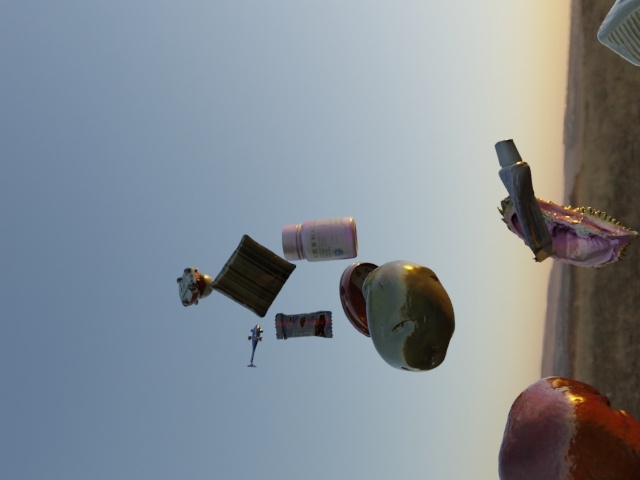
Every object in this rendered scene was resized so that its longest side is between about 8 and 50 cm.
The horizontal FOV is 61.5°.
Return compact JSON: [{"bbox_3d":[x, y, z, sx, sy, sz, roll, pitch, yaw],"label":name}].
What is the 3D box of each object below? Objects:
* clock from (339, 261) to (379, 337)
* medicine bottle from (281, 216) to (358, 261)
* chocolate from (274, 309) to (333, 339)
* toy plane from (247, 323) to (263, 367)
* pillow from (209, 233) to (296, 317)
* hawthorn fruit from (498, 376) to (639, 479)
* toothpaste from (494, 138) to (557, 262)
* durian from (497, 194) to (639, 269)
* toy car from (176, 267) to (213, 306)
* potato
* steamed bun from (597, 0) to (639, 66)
[{"bbox_3d":[0.196,0.237,2.161,0.319,0.080,0.318,21,-125,-33],"label":"clock"},{"bbox_3d":[0.000,0.000,1.889,0.152,0.255,0.151,-6,-90,-84],"label":"medicine bottle"},{"bbox_3d":[-0.051,0.248,1.571,0.028,0.183,0.085,17,-110,-73],"label":"chocolate"},{"bbox_3d":[-0.249,0.397,2.043,0.062,0.054,0.167,88,-172,-58],"label":"toy plane"},{"bbox_3d":[-0.219,0.117,1.764,0.212,0.208,0.052,-57,13,-2],"label":"pillow"},{"bbox_3d":[0.394,0.358,0.878,0.261,0.224,0.224,-47,-31,-1],"label":"hawthorn fruit"},{"bbox_3d":[0.455,-0.092,1.200,0.068,0.099,0.282,145,106,-73],"label":"toothpaste"},{"bbox_3d":[0.639,-0.036,1.423,0.112,0.342,0.191,-60,-25,-23],"label":"durian"},{"bbox_3d":[-0.417,0.154,1.833,0.112,0.139,0.112,1,-128,-34],"label":"toy car"},{"bbox_3d":[0.255,0.208,1.545,0.221,0.243,0.326,36,-139,-56],"label":"potato"},{"bbox_3d":[1.012,-0.702,1.532,0.383,0.247,0.236,-43,25,64],"label":"steamed bun"}]
